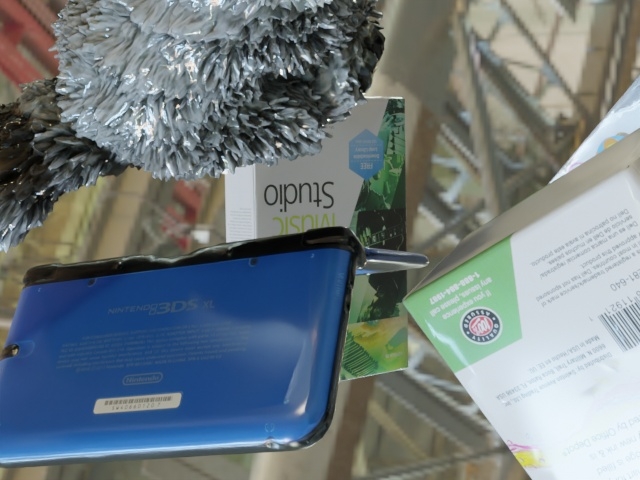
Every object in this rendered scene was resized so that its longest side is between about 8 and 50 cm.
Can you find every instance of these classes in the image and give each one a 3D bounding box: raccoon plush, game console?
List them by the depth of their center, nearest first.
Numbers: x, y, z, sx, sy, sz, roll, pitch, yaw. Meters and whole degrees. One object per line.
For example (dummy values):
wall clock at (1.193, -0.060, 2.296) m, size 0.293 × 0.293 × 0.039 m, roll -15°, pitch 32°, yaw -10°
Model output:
raccoon plush at (-0.117, -0.127, 0.886) m, size 0.446 × 0.216 × 0.299 m, roll -48°, pitch -11°, yaw -3°
game console at (-0.083, 0.088, 1.059) m, size 0.173 × 0.293 × 0.250 m, roll 54°, pitch -143°, yaw -46°

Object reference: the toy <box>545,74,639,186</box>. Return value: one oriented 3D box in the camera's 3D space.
toy at (0.291, -0.062, 1.105) m, size 0.056 × 0.137 × 0.237 m, roll -43°, pitch -9°, yaw -42°

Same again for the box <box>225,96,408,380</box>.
box at (0.000, 0.000, 1.486) m, size 0.232 × 0.058 × 0.321 m, roll -6°, pitch -82°, yaw -42°

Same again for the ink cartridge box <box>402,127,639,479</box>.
ink cartridge box at (0.225, 0.087, 0.897) m, size 0.278 × 0.201 × 0.117 m, roll 53°, pitch -142°, yaw -3°
